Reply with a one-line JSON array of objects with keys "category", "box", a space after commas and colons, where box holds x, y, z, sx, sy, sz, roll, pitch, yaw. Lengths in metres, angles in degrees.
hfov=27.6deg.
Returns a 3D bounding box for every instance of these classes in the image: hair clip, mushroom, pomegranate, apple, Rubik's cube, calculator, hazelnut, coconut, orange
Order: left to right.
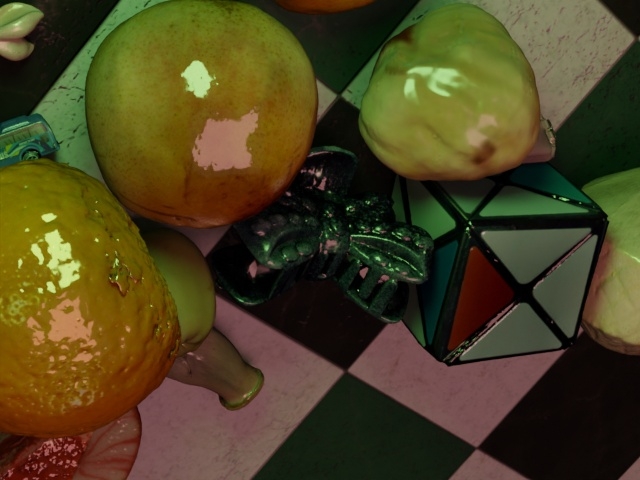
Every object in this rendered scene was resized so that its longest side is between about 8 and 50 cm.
[{"category": "orange", "box": [-0.339, 0.078, 1.576, 0.293, 0.340, 0.340, -30, 127, -5]}, {"category": "apple", "box": [-0.235, 0.073, 1.815, 0.200, 0.200, 0.200, -11, 123, -18]}, {"category": "mushroom", "box": [-0.186, 0.176, 1.965, 0.247, 0.096, 0.108, 32, 95, -37]}, {"category": "pomegranate", "box": [-0.148, -0.174, 1.666, 0.319, 0.319, 0.319, -11, 123, -18]}, {"category": "hair clip", "box": [0.002, -0.004, 1.845, 0.310, 0.206, 0.194, 9, 132, -25]}, {"category": "hazelnut", "box": [0.190, -0.194, 1.823, 0.261, 0.261, 0.241, -35, 143, -1]}, {"category": "Rubik's cube", "box": [0.250, 0.017, 1.970, 0.248, 0.246, 0.250, -3, 120, -24]}, {"category": "calculator", "box": [0.277, -0.160, 1.970, 0.175, 0.100, 0.032, -6, 152, -23]}, {"category": "coconut", "box": [0.529, 0.012, 2.072, 0.329, 0.329, 0.329, -11, 123, -18]}]

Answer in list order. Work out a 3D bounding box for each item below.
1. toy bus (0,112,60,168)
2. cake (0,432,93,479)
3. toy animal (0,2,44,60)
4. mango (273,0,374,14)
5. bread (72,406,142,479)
[{"category": "toy bus", "box": [-0.423, -0.118, 1.709, 0.153, 0.051, 0.061, -22, 120, -11]}, {"category": "cake", "box": [-0.368, 0.285, 1.770, 0.262, 0.158, 0.159, -36, 128, -2]}, {"category": "toy animal", "box": [-0.440, -0.238, 1.588, 0.212, 0.124, 0.124, -5, 121, -17]}, {"category": "mango", "box": [0.036, -0.374, 1.726, 0.227, 0.109, 0.147, -23, 146, -7]}, {"category": "bread", "box": [-0.419, 0.265, 1.901, 0.295, 0.114, 0.327, -41, 125, 4]}]
